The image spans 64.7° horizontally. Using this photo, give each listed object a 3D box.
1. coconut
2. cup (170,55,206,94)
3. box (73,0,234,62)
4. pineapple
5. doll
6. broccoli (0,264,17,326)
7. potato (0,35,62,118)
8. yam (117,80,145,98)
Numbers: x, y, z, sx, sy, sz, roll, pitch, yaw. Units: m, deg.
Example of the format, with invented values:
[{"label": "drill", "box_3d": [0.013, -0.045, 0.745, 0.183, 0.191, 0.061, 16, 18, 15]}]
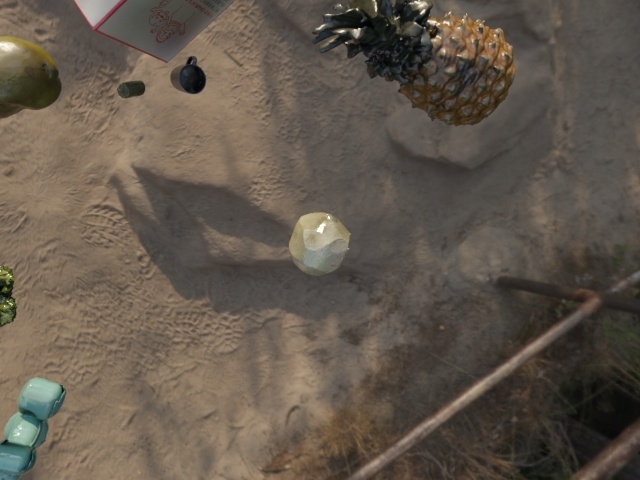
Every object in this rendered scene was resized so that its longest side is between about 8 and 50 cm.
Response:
[{"label": "coconut", "box_3d": [0.003, 0.001, 1.345, 0.161, 0.161, 0.162, 15, 121, -29]}, {"label": "cup", "box_3d": [-0.360, -0.451, 1.374, 0.078, 0.077, 0.100, 10, 100, -40]}, {"label": "box", "box_3d": [-0.400, -0.643, 1.143, 0.312, 0.314, 0.300, -36, 86, 15]}, {"label": "pineapple", "box_3d": [0.132, -0.280, 0.739, 0.341, 0.169, 0.169, 9, 90, -33]}, {"label": "doll", "box_3d": [-0.407, 0.260, 0.704, 0.059, 0.158, 0.159, 24, 41, -20]}, {"label": "broccoli", "box_3d": [-0.656, 0.111, 0.955, 0.162, 0.138, 0.145, -35, 104, -34]}, {"label": "potato", "box_3d": [-0.660, -0.344, 1.066, 0.201, 0.154, 0.136, -22, 86, -21]}, {"label": "yam", "box_3d": [-0.505, -0.407, 1.360, 0.043, 0.094, 0.043, 4, 111, 12]}]
